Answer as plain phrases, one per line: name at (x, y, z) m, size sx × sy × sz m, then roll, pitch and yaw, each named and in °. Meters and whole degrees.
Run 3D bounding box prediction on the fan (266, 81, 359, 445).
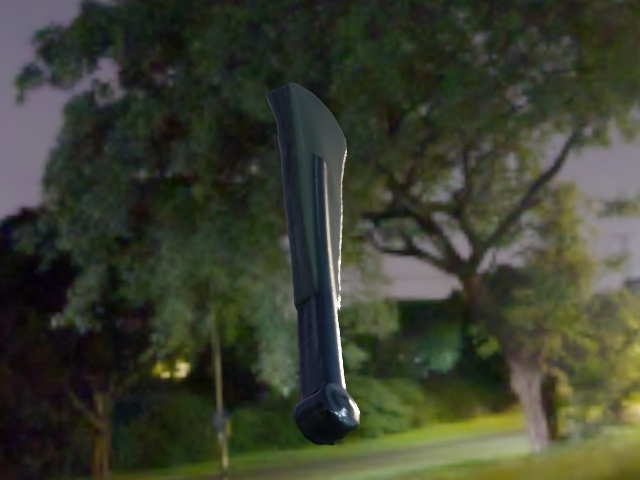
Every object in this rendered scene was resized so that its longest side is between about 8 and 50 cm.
fan at (0.000, 0.000, 0.436) m, size 0.038 × 0.193 × 0.016 m, roll 37°, pitch -64°, yaw -25°
